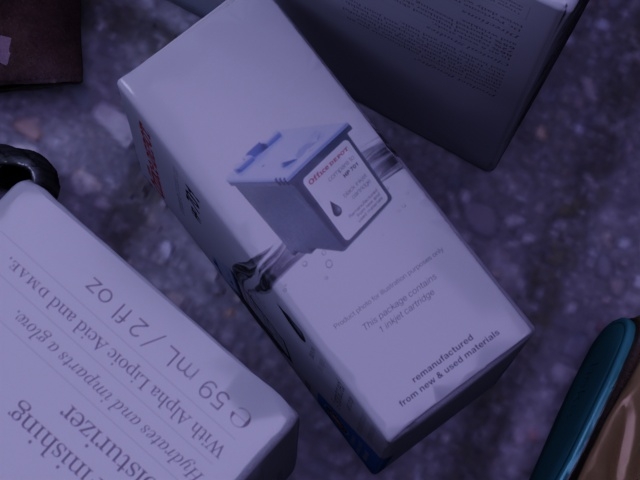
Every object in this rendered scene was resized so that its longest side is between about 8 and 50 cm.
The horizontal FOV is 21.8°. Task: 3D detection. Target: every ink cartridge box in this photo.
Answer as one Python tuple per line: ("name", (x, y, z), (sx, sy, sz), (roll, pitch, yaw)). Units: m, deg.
("ink cartridge box", (0.000, 0.000, 0.738), (0.082, 0.139, 0.191), (-38, 79, -9))

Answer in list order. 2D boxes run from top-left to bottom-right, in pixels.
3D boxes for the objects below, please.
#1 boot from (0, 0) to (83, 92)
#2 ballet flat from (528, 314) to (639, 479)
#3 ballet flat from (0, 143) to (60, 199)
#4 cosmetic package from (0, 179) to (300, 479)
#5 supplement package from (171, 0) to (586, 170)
("boot", (-0.131, -0.179, 0.824), (0.248, 0.090, 0.207), (-8, 88, -6))
("ballet flat", (0.111, 0.141, 0.741), (0.073, 0.080, 0.232), (36, 77, -9))
("ballet flat", (-0.210, -0.030, 0.782), (0.173, 0.049, 0.057), (-2, 74, -3))
("cosmetic package", (-0.123, 0.104, 0.698), (0.151, 0.151, 0.184), (40, 77, 9))
("supplement package", (0.046, -0.184, 0.717), (0.199, 0.263, 0.198), (28, 81, 5))
